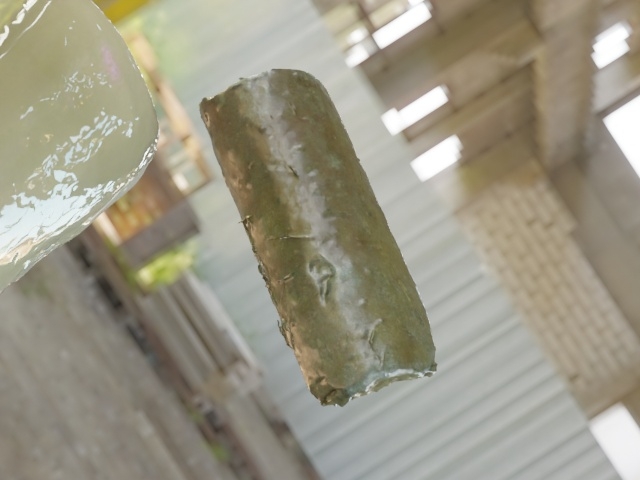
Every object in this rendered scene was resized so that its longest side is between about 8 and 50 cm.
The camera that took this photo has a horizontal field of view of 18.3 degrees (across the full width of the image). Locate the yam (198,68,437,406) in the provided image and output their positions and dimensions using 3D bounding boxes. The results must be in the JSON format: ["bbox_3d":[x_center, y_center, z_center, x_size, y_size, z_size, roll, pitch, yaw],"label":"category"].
[{"bbox_3d":[0.000,0.000,1.420,0.106,0.106,0.259,59,9,-70],"label":"yam"}]

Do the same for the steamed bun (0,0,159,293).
[{"bbox_3d":[-0.219,-0.060,1.310,0.170,0.225,0.200,50,-16,-21],"label":"steamed bun"}]
